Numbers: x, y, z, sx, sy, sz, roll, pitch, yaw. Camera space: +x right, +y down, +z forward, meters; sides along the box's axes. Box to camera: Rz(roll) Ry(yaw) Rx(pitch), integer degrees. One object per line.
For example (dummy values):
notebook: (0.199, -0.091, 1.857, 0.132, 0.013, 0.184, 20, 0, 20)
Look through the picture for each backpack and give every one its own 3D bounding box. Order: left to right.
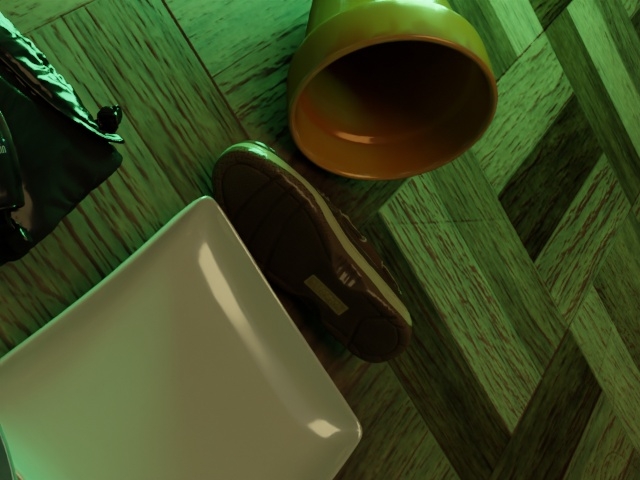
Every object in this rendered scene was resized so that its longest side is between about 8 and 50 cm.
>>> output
backpack: (-0.242, -0.084, 0.574, 0.182, 0.115, 0.152, 52, 36, -19)

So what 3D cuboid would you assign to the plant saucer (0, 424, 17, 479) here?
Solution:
plant saucer: (-0.273, 0.152, 0.406, 0.318, 0.043, 0.318, 53, 25, -38)

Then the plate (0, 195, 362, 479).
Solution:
plate: (-0.110, 0.146, 0.684, 0.278, 0.045, 0.277, -46, 111, -42)

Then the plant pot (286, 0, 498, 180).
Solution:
plant pot: (0.063, -0.197, 0.869, 0.205, 0.205, 0.188, 25, 45, -37)

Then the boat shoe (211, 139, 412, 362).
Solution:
boat shoe: (-0.006, 0.004, 0.814, 0.257, 0.095, 0.095, 53, 24, -18)
